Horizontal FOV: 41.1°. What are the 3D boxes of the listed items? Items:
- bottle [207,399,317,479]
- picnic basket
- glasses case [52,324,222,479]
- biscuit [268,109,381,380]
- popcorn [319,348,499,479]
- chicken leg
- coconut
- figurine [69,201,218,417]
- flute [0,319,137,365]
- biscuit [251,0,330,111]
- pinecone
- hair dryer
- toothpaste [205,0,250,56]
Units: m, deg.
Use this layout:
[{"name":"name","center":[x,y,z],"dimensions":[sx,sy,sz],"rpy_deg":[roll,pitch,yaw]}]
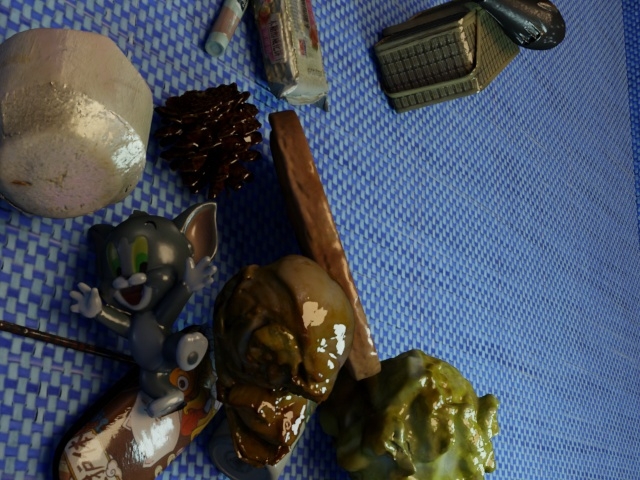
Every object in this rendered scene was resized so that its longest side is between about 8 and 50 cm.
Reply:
[{"name":"bottle","center":[-0.067,0.251,1.324],"dimensions":[0.120,0.120,0.253],"rpy_deg":[60,40,-24]},{"name":"picnic basket","center":[0.277,-0.426,1.865],"dimensions":[0.313,0.227,0.175],"rpy_deg":[-46,119,-49]},{"name":"glasses case","center":[-0.225,0.233,1.139],"dimensions":[0.321,0.082,0.122],"rpy_deg":[-43,127,-46]},{"name":"biscuit","center":[-0.001,0.000,1.360],"dimensions":[0.350,0.078,0.456],"rpy_deg":[96,-24,-80]},{"name":"popcorn","center":[0.156,0.344,1.475],"dimensions":[0.312,0.312,0.313],"rpy_deg":[18,67,-50]},{"name":"chicken leg","center":[-0.074,0.155,1.187],"dimensions":[0.181,0.409,0.295],"rpy_deg":[6,93,-12]},{"name":"coconut","center":[-0.308,-0.149,1.031],"dimensions":[0.224,0.224,0.234],"rpy_deg":[42,21,-39]},{"name":"figurine","center":[-0.197,0.079,1.086],"dimensions":[0.266,0.193,0.140],"rpy_deg":[69,17,0]},{"name":"flute","center":[-0.306,0.141,1.117],"dimensions":[0.269,0.014,0.014],"rpy_deg":[27,60,-48]},{"name":"biscuit","center":[-0.062,-0.382,1.513],"dimensions":[0.186,0.079,0.309],"rpy_deg":[-7,88,-67]},{"name":"pinecone","center":[-0.160,-0.140,1.278],"dimensions":[0.163,0.162,0.165],"rpy_deg":[-48,132,-48]},{"name":"hair dryer","center":[0.397,-0.584,1.831],"dimensions":[0.303,0.120,0.360],"rpy_deg":[13,60,-41]},{"name":"toothpaste","center":[-0.151,-0.388,1.447],"dimensions":[0.056,0.036,0.205],"rpy_deg":[55,37,-39]}]
